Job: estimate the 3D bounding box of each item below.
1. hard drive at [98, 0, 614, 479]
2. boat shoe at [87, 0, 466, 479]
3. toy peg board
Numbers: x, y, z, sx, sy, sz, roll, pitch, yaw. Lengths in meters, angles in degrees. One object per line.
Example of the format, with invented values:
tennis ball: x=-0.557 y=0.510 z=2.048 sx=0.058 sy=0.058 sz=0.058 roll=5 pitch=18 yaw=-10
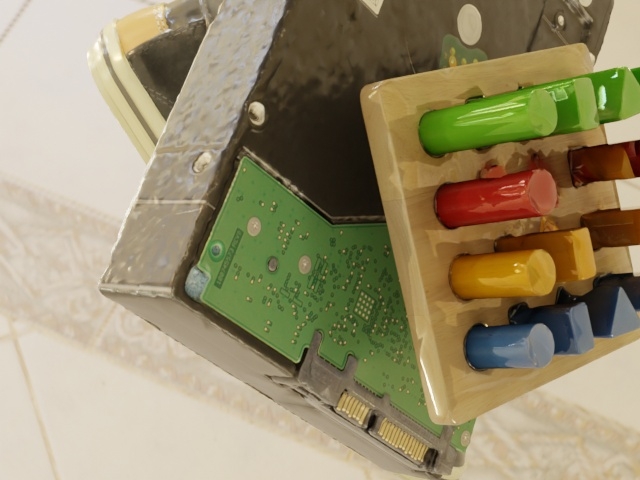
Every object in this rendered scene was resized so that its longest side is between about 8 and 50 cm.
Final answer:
hard drive: x=0.042 y=-0.070 z=0.679 sx=0.064 sy=0.237 sz=0.339 roll=1 pitch=63 yaw=44
boat shoe: x=0.000 y=0.000 z=1.087 sx=0.156 sy=0.187 sz=0.500 roll=-32 pitch=99 yaw=6
toy peg board: x=0.116 y=-0.012 z=0.603 sx=0.161 sy=0.079 sz=0.160 roll=-16 pitch=96 yaw=-41
